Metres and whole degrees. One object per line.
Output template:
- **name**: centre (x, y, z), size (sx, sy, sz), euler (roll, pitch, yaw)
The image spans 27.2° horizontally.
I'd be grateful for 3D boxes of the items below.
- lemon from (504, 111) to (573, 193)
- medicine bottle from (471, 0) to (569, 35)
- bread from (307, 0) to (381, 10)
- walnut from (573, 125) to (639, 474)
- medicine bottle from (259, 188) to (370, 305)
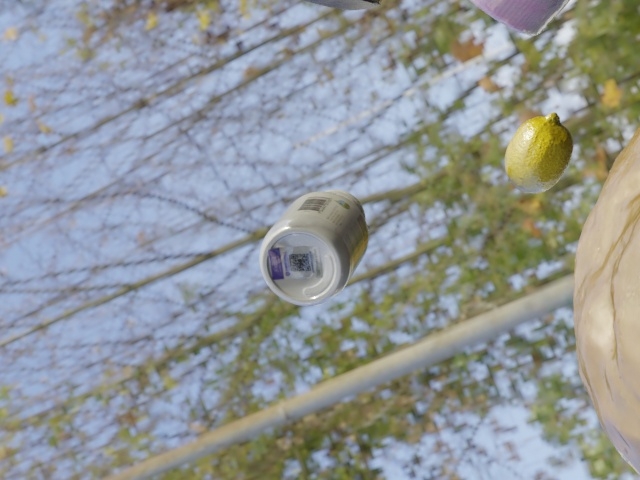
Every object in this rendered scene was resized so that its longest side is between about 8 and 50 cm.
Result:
- **lemon**: centre (0.276, -0.110, 1.666), size (0.082, 0.110, 0.082), euler (19, -150, -11)
- **medicine bottle**: centre (0.341, -0.481, 1.770), size (0.219, 0.388, 0.219), euler (29, -152, -17)
- **bread**: centre (0.027, -0.507, 2.242), size (0.224, 0.142, 0.211), euler (3, -91, -45)
- **walnut**: centre (0.342, 0.027, 0.895), size (0.383, 0.384, 0.383), euler (48, -152, -37)
- **medicine bottle**: centre (0.000, 0.000, 1.946), size (0.135, 0.135, 0.215), euler (61, -157, -11)
